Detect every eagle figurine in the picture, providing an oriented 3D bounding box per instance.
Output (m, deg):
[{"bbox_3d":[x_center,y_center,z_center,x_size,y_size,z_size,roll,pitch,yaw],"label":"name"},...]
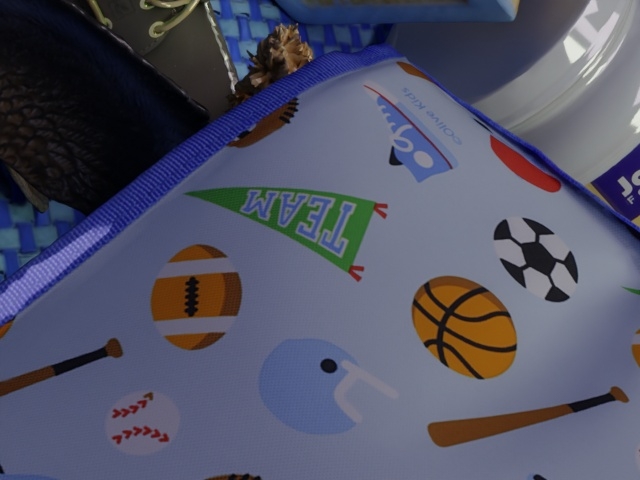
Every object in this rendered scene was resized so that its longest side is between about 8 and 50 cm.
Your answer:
[{"bbox_3d":[-0.197,-0.084,0.909,0.298,0.225,0.226,1,66,-38],"label":"eagle figurine"}]

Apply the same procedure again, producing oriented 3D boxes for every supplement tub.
[{"bbox_3d":[0.225,-0.075,1.346,0.331,0.241,0.241,43,48,-32],"label":"supplement tub"}]

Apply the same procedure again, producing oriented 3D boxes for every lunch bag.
[{"bbox_3d":[0.016,0.123,0.780,0.328,0.239,0.385,41,68,16],"label":"lunch bag"}]

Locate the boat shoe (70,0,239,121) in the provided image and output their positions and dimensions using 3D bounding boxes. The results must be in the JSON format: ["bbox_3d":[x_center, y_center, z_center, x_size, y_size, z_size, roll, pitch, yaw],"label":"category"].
[{"bbox_3d":[-0.125,-0.170,1.065,0.109,0.091,0.305,-51,124,-36],"label":"boat shoe"}]

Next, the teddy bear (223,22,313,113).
[{"bbox_3d":[0.000,0.000,1.088,0.338,0.113,0.245,11,74,-83],"label":"teddy bear"}]

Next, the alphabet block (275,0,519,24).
[{"bbox_3d":[0.041,-0.280,1.197,0.193,0.192,0.197,43,58,-52],"label":"alphabet block"}]
